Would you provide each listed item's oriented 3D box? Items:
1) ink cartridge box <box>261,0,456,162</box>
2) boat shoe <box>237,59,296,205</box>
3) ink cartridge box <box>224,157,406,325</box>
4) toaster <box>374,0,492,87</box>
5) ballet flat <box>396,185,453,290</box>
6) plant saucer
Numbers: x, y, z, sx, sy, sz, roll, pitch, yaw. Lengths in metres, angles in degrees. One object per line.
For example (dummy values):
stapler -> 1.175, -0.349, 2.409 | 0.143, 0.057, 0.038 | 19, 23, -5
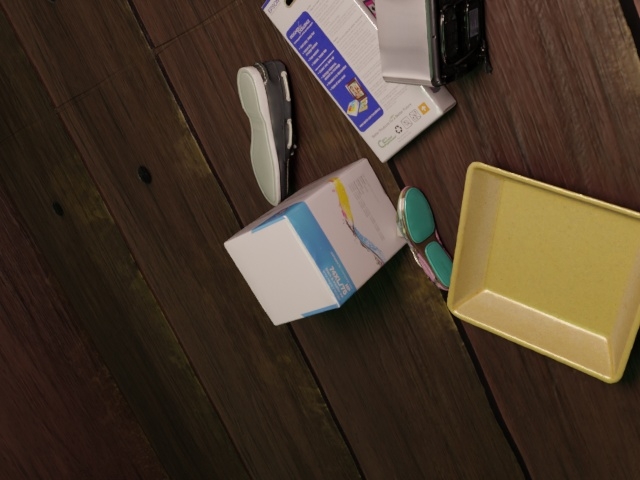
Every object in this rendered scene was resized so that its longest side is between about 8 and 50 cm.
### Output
ink cartridge box -> 0.063, -0.333, 1.324 | 0.371, 0.069, 0.176 | 50, 138, -2
boat shoe -> -0.092, -0.217, 1.515 | 0.114, 0.091, 0.302 | 35, 140, 46
ink cartridge box -> 0.000, 0.000, 1.448 | 0.198, 0.270, 0.197 | -22, 103, 46
toaster -> 0.180, -0.331, 1.157 | 0.110, 0.168, 0.186 | 13, 123, 38
ballet flat -> 0.195, 0.001, 1.435 | 0.221, 0.077, 0.079 | 61, 154, -10
plant saucer -> 0.399, 0.041, 1.273 | 0.332, 0.081, 0.333 | 22, 129, 28
